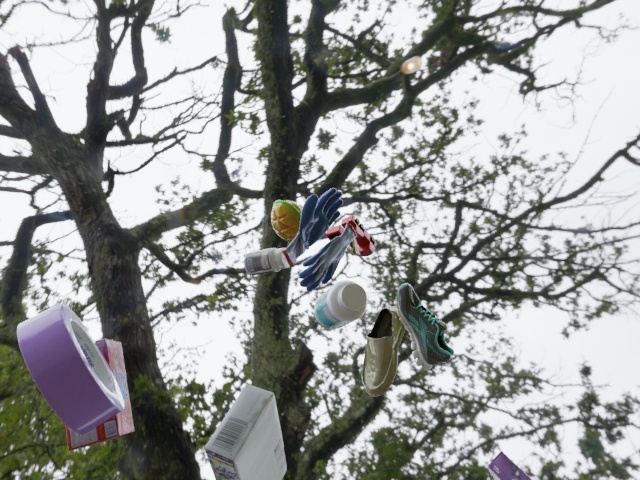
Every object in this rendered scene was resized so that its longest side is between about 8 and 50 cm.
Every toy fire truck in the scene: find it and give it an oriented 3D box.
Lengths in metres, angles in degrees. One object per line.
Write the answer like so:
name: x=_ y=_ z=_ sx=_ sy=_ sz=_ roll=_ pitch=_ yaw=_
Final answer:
toy fire truck: x=0.098 y=-0.002 z=1.323 sx=0.192 sy=0.047 sz=0.135 roll=48 pitch=-144 yaw=-30

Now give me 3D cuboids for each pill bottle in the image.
pill bottle: x=0.076 y=0.227 z=1.572 sx=0.146 sy=0.264 sz=0.146 roll=6 pitch=-111 yaw=-15
pill bottle: x=-0.169 y=0.066 z=1.412 sx=0.078 sy=0.137 sz=0.078 roll=-10 pitch=-90 yaw=-68

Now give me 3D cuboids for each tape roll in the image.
tape roll: x=-0.538 y=0.276 z=0.962 sx=0.090 sy=0.275 sz=0.275 roll=-30 pitch=-73 yaw=-21

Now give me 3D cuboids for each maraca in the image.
maraca: x=-0.084 y=-0.041 z=1.281 sx=0.099 sy=0.127 sz=0.186 roll=-42 pitch=-40 yaw=-28

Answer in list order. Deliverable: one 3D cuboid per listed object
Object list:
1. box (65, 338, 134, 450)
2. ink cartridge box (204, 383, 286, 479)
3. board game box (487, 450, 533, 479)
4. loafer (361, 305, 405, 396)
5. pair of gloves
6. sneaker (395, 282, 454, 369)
box: x=-0.600 y=0.407 z=1.183 sx=0.128 sy=0.122 sz=0.257 roll=-15 pitch=-106 yaw=-9
ink cartridge box: x=-0.058 y=0.184 z=0.370 sx=0.063 sy=0.029 sz=0.115 roll=-54 pitch=-32 yaw=-49
board game box: x=0.459 y=0.547 z=0.784 sx=0.056 sy=0.347 sz=0.208 roll=-39 pitch=-42 yaw=-13
loafer: x=0.172 y=0.309 z=1.274 sx=0.092 sy=0.102 sz=0.268 roll=35 pitch=-116 yaw=-39
pair of gloves: x=0.000 y=0.000 z=0.795 sx=0.159 sy=0.023 sz=0.198 roll=-51 pitch=-36 yaw=-17
sneaker: x=0.198 y=0.154 z=0.820 sx=0.065 sy=0.076 sz=0.166 roll=-19 pitch=-93 yaw=-51
